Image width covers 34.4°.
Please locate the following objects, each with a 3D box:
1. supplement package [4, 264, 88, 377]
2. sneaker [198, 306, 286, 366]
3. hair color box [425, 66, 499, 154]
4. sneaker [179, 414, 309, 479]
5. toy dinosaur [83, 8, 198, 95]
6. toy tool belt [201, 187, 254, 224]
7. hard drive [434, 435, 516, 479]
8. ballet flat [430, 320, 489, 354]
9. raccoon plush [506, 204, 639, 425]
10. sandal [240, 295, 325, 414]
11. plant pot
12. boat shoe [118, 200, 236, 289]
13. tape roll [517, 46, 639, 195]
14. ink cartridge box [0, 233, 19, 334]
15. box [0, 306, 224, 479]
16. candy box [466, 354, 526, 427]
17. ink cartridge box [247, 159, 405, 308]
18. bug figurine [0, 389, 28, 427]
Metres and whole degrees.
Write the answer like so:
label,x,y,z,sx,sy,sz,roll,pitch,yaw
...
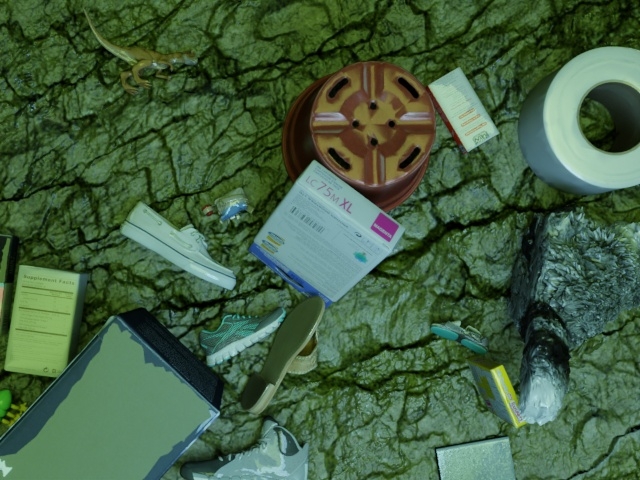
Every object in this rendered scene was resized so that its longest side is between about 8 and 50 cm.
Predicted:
label,x,y,z,sx,sy,sz,roll,pitch,yaw
supplement package,-0.467,0.136,1.767,0.105,0.105,0.179,8,87,-4
sneaker,-0.141,0.153,1.815,0.167,0.065,0.076,-30,87,-6
hair color box,0.255,-0.234,1.865,0.072,0.043,0.141,-30,90,-5
sneaker,-0.127,0.368,1.805,0.229,0.086,0.132,9,83,-14
toy dinosaur,-0.326,-0.321,1.825,0.212,0.064,0.112,12,69,-13
toy tool belt,-0.163,-0.054,1.824,0.083,0.052,0.051,-29,82,-4
hard drive,0.278,0.409,1.857,0.135,0.022,0.094,-9,89,-4
ballet flat,0.253,0.167,1.860,0.114,0.041,0.041,25,86,-3
raccoon plush,0.485,0.140,1.758,0.299,0.216,0.446,14,65,-4
sandal,-0.045,0.211,1.826,0.079,0.088,0.240,32,93,-34
plant pot,0.074,-0.178,1.739,0.273,0.265,0.272,0,89,-4
boat shoe,-0.239,0.006,1.800,0.226,0.083,0.075,28,87,-2
tape roll,0.488,-0.205,1.820,0.246,0.169,0.246,0,89,-4
ink cartridge box,-0.718,0.058,1.775,0.371,0.069,0.175,6,88,-2
box,-0.326,0.282,1.629,0.212,0.395,0.293,43,86,-2
candy box,0.299,0.255,1.771,0.027,0.206,0.105,-26,90,-4
ink cartridge box,0.000,0.000,1.728,0.186,0.311,0.065,37,59,-3
bug figurine,-0.641,0.319,1.765,0.279,0.072,0.216,30,86,-3
